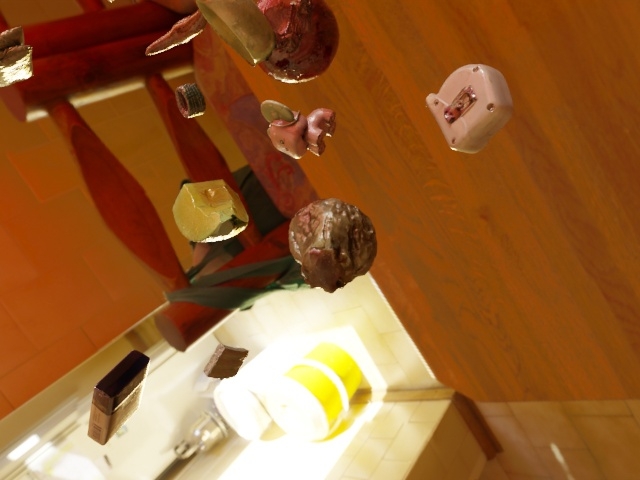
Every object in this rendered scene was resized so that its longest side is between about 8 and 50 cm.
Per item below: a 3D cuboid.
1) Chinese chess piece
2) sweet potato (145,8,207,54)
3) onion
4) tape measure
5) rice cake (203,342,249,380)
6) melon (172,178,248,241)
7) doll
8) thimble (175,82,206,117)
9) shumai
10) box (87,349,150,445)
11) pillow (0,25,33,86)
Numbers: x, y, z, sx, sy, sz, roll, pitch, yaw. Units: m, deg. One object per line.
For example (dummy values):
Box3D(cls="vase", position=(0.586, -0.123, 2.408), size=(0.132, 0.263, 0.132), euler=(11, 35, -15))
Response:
Box3D(cls="Chinese chess piece", position=(-0.214, -0.564, 1.201), size=(0.238, 0.092, 0.238), euler=(44, 179, 1))
Box3D(cls="sweet potato", position=(-0.401, -0.602, 1.344), size=(0.255, 0.078, 0.058), euler=(-15, 118, 30))
Box3D(cls="onion", position=(-0.081, -0.608, 1.378), size=(0.276, 0.276, 0.276), euler=(23, 132, 28))
Box3D(cls="tape measure", position=(0.478, -0.434, 1.510), size=(0.265, 0.130, 0.258), euler=(-51, 45, 46))
Box3D(cls="rice cake", position=(-0.333, 0.438, 1.666), size=(0.043, 0.127, 0.237), euler=(29, 174, 21))
Box3D(cls="melon", position=(-0.285, -0.064, 1.240), size=(0.323, 0.196, 0.124), euler=(-133, 29, -56))
Box3D(cls="doll", position=(-0.100, -0.447, 1.854), size=(0.268, 0.216, 0.284), euler=(24, 159, 12))
Box3D(cls="thimble", position=(-0.568, -0.610, 2.032), size=(0.118, 0.090, 0.135), euler=(-7, 106, 55))
Box3D(cls="shumai", position=(0.000, 0.000, 1.207), size=(0.260, 0.222, 0.225), euler=(35, 110, 30))
Box3D(cls="box", position=(-0.590, 0.459, 1.361), size=(0.071, 0.168, 0.259), euler=(30, 125, 6))
Box3D(cls="pillow", position=(-0.843, -0.481, 1.247), size=(0.078, 0.134, 0.181), euler=(53, 151, -10))
